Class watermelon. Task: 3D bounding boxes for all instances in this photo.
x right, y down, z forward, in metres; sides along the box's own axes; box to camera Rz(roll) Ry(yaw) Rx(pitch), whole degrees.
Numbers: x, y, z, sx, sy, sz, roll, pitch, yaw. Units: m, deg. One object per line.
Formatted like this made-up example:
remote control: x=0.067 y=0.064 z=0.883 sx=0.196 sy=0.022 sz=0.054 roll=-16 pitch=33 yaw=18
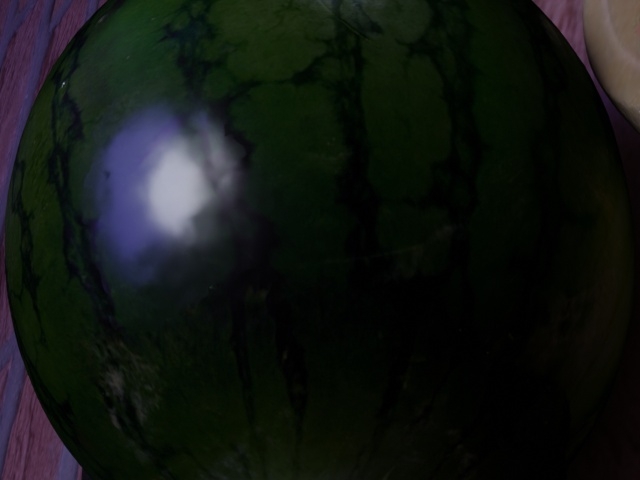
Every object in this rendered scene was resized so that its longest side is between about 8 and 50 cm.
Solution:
watermelon: x=0.000 y=0.000 z=0.882 sx=0.363 sy=0.363 sz=0.363 roll=-48 pitch=29 yaw=39

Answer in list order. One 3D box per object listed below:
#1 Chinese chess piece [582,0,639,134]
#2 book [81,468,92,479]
Chinese chess piece: x=0.230 y=-0.150 z=0.814 sx=0.251 sy=0.097 sz=0.251 roll=-48 pitch=30 yaw=40
book: x=-0.168 y=0.215 z=1.469 sx=0.160 sy=0.024 sz=0.228 roll=-51 pitch=27 yaw=33
